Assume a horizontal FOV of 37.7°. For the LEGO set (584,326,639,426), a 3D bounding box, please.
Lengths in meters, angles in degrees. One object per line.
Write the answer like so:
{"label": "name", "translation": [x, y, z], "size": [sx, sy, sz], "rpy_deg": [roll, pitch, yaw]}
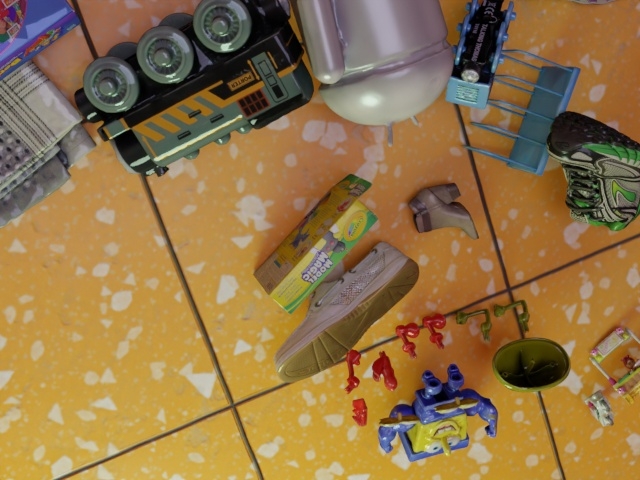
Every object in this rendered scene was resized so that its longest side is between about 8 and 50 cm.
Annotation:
{"label": "LEGO set", "translation": [0.577, 0.199, 1.640], "size": [0.287, 0.107, 0.132], "rpy_deg": [-29, 142, -12]}

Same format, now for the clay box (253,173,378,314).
{"label": "clay box", "translation": [0.000, 0.000, 1.412], "size": [0.222, 0.127, 0.053], "rpy_deg": [-46, 109, -1]}

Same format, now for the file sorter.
{"label": "file sorter", "translation": [0.305, -0.202, 1.456], "size": [0.105, 0.118, 0.170], "rpy_deg": [17, 97, -13]}

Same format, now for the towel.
{"label": "towel", "translation": [-0.518, -0.153, 1.282], "size": [0.312, 0.056, 0.324], "rpy_deg": [-40, 109, -4]}

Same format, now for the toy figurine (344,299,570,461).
{"label": "toy figurine", "translation": [0.206, 0.261, 1.544], "size": [0.363, 0.191, 0.217], "rpy_deg": [-13, 134, -15]}

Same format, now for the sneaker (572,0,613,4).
{"label": "sneaker", "translation": [0.422, -0.410, 1.420], "size": [0.282, 0.161, 0.102], "rpy_deg": [-10, 102, -14]}

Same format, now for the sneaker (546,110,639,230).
{"label": "sneaker", "translation": [0.437, -0.092, 1.444], "size": [0.344, 0.134, 0.146], "rpy_deg": [22, 102, -51]}

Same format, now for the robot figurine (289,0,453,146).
{"label": "robot figurine", "translation": [0.069, -0.315, 1.318], "size": [0.300, 0.200, 0.353], "rpy_deg": [-33, 110, -47]}

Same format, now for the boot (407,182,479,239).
{"label": "boot", "translation": [0.195, -0.035, 1.505], "size": [0.087, 0.042, 0.118], "rpy_deg": [-28, 106, -1]}

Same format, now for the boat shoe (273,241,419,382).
{"label": "boat shoe", "translation": [0.026, 0.108, 1.463], "size": [0.277, 0.096, 0.098], "rpy_deg": [-39, 146, -13]}

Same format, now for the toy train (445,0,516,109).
{"label": "toy train", "translation": [0.239, -0.288, 1.402], "size": [0.080, 0.105, 0.184], "rpy_deg": [15, 56, 8]}

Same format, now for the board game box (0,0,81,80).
{"label": "board game box", "translation": [-0.509, -0.357, 1.190], "size": [0.233, 0.078, 0.347], "rpy_deg": [-37, 96, -5]}

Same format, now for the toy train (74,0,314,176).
{"label": "toy train", "translation": [-0.170, -0.215, 1.283], "size": [0.334, 0.142, 0.190], "rpy_deg": [-25, 108, 14]}
